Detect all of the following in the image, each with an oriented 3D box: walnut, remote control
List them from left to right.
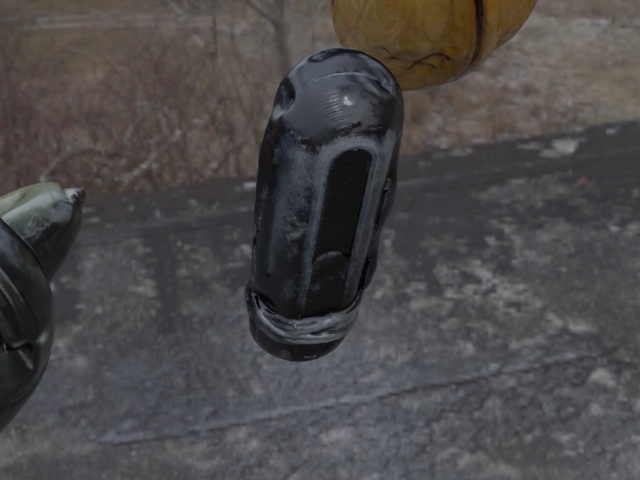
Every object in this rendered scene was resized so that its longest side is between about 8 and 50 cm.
[{"bbox_3d":[0.000,0.000,0.727,0.090,0.266,0.066,1,45,-8],"label":"remote control"},{"bbox_3d":[0.082,-0.183,0.802,0.144,0.144,0.180,-6,-13,-11],"label":"walnut"}]

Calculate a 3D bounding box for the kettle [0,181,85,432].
[{"bbox_3d":[-0.306,0.060,0.786,0.324,0.228,0.321,-20,18,29],"label":"kettle"}]
